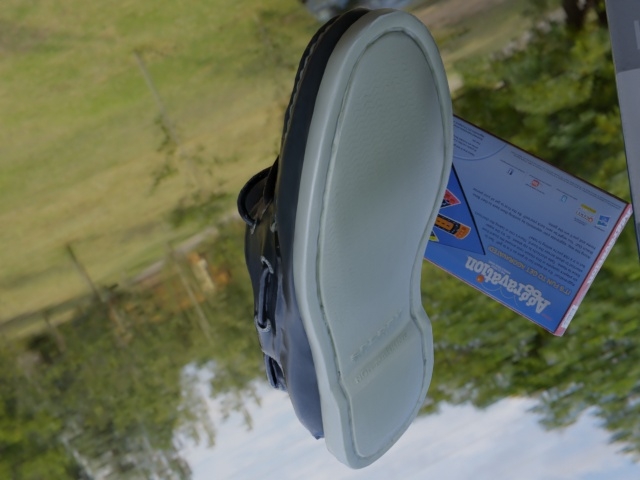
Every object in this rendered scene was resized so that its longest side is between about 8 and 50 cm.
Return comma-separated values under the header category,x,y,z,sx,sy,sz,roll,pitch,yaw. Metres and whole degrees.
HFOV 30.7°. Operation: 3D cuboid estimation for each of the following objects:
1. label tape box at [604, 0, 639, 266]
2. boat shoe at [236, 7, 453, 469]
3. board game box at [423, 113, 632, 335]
category,x,y,z,sx,sy,sz,roll,pitch,yaw
label tape box,0.223,-0.053,0.636,0.115,0.348,0.249,-7,160,17
boat shoe,0.003,-0.002,0.706,0.127,0.113,0.340,-40,145,-26
board game box,0.157,-0.035,1.178,0.145,0.281,0.027,-61,151,5
